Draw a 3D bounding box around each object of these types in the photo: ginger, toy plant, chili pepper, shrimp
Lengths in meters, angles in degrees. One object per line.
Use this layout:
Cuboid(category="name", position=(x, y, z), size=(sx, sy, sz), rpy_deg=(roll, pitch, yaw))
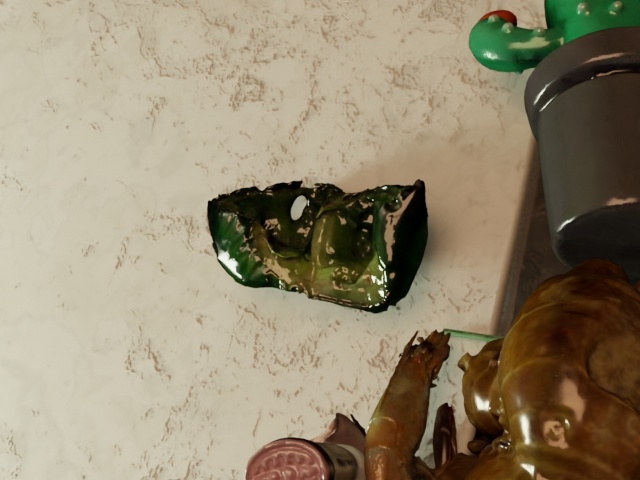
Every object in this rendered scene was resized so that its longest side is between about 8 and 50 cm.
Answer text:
Cuboid(category="ginger", position=(0.207, 0.175, 1.102), size=(0.152, 0.274, 0.357), rpy_deg=(21, 82, -6))
Cuboid(category="toy plant", position=(0.290, -0.164, 1.261), size=(0.279, 0.185, 0.400), rpy_deg=(-15, 54, 28))
Cuboid(category="chili pepper", position=(0.000, 0.001, 1.373), size=(0.264, 0.116, 0.148), rpy_deg=(5, 83, 27))
Cuboid(category="shrimp", position=(0.104, 0.192, 1.233), size=(0.053, 0.133, 0.236), rpy_deg=(-31, 31, 41))

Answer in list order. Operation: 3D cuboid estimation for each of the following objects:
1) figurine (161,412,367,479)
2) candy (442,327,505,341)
Cuboid(category="figurine", position=(-0.093, 0.332, 1.214), size=(0.361, 0.211, 0.253), rpy_deg=(-28, 100, 5))
Cuboid(category="candy", position=(0.214, 0.105, 1.262), size=(0.201, 0.060, 0.060), rpy_deg=(6, 71, 34))
